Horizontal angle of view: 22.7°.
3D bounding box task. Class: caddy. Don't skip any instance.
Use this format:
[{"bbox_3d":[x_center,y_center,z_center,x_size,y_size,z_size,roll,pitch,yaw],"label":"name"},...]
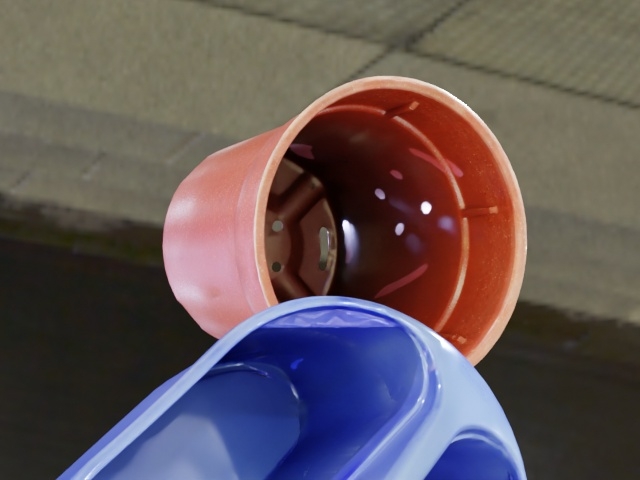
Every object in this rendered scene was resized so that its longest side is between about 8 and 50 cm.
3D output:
[{"bbox_3d":[-0.030,0.186,0.895,0.241,0.341,0.179,52,148,-7],"label":"caddy"}]

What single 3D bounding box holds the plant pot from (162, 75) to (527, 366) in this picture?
[{"bbox_3d":[0.000,0.000,1.455,0.272,0.272,0.265,23,168,-27],"label":"plant pot"}]
